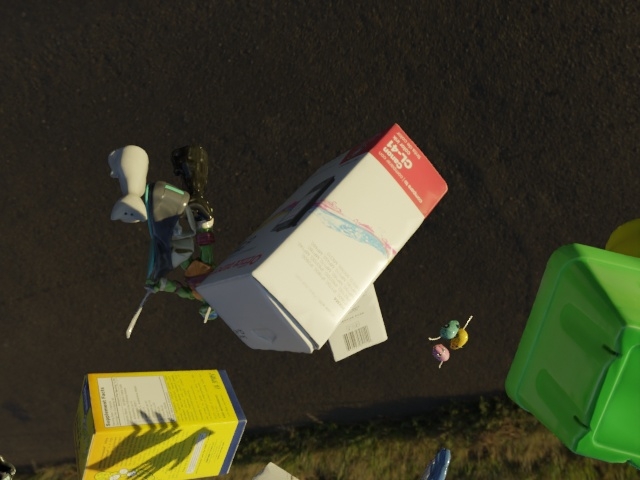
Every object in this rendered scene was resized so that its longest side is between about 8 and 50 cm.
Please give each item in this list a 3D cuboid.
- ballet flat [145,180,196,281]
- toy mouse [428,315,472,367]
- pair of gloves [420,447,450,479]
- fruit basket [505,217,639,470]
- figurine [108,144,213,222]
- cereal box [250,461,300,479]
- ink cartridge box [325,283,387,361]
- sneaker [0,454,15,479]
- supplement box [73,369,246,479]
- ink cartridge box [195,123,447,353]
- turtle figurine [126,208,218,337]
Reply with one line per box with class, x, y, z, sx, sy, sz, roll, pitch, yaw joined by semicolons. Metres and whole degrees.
ballet flat;-0.215;-0.004;0.794;0.074;0.074;0.203;16;138;-3
toy mouse;0.333;0.266;1.441;0.143;0.031;0.161;17;103;-45
pair of gloves;0.189;0.471;1.036;0.023;0.159;0.198;31;153;11
fruit basket;0.461;0.130;0.747;0.392;0.392;0.282;12;107;0
figurine;-0.342;-0.111;1.182;0.215;0.209;0.092;-3;136;-15
cereal box;-0.023;0.389;0.671;0.240;0.173;0.047;20;115;28
ink cartridge box;0.007;0.065;1.252;0.130;0.309;0.271;-21;116;-10
sneaker;-0.443;0.342;0.765;0.069;0.038;0.098;-36;81;17
supplement box;-0.397;0.456;1.354;0.357;0.194;0.195;7;116;-31
ink cartridge box;0.000;0.000;0.777;0.131;0.306;0.226;51;151;-12
turtle figurine;-0.307;0.067;1.291;0.198;0.275;0.266;-13;89;40
